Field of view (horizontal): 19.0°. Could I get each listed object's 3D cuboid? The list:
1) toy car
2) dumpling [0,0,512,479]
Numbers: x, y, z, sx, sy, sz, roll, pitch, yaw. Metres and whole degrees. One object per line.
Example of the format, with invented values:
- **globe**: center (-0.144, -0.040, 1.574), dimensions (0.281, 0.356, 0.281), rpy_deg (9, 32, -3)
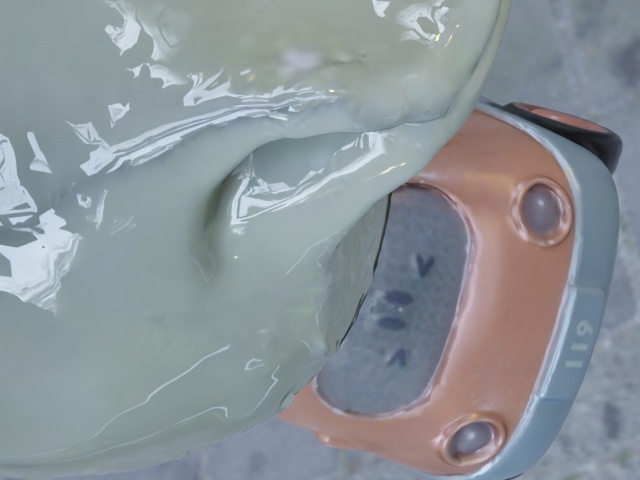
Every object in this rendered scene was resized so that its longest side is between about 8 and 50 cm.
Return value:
- **toy car**: center (0.000, 0.000, 0.923), dimensions (0.270, 0.212, 0.180), rpy_deg (30, 108, 52)
- **dumpling**: center (-0.061, -0.040, 0.472), dimensions (0.258, 0.147, 0.193), rpy_deg (-21, 50, 36)
